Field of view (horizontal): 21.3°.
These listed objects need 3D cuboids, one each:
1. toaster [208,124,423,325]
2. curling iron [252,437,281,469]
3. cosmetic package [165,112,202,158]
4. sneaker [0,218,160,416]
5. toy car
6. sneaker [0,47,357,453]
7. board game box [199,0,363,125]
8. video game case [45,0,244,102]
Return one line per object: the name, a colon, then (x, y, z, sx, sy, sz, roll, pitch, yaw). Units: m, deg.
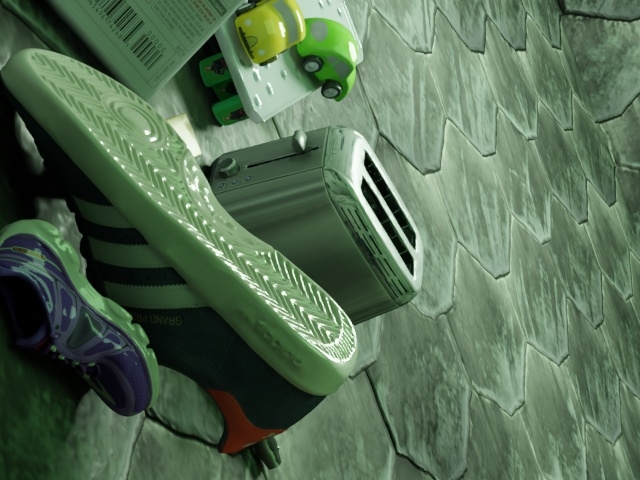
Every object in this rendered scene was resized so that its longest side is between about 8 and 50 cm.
toaster: (0.000, 0.000, 1.581, 0.227, 0.146, 0.129, 59, 24, -29)
curling iron: (-0.087, 0.071, 1.451, 0.274, 0.035, 0.068, 66, 21, -10)
cosmetic package: (-0.148, -0.070, 1.392, 0.041, 0.060, 0.115, 68, 19, -5)
sneaker: (-0.182, 0.066, 1.199, 0.170, 0.068, 0.071, 52, 41, -22)
toy car: (-0.014, -0.230, 1.742, 0.225, 0.053, 0.239, 49, 30, -45)
sneaker: (-0.139, 0.014, 1.275, 0.350, 0.148, 0.131, 48, 23, 9)
board game box: (-0.094, -0.333, 1.776, 0.390, 0.050, 0.390, 69, 21, -8)
video game case: (-0.135, -0.319, 1.378, 0.036, 0.300, 0.329, 35, -11, 46)
